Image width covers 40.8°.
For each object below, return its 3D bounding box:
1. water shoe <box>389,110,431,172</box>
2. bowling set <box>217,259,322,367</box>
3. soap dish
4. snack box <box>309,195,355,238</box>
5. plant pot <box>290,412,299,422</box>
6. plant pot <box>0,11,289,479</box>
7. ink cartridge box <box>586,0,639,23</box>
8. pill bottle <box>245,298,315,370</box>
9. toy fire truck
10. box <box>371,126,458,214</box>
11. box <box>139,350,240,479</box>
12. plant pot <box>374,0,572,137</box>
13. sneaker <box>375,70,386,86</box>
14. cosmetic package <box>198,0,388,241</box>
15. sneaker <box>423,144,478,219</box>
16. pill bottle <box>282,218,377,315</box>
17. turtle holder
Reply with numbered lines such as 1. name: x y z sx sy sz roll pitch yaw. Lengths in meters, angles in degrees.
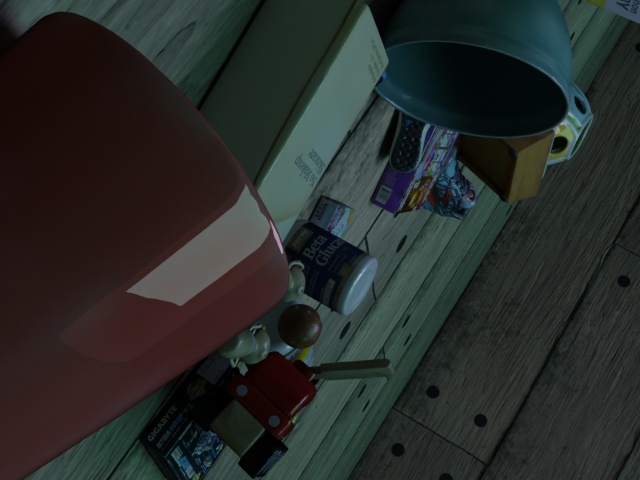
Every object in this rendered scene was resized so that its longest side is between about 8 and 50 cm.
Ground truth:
1. water shoe: 0.167 -0.223 1.532 0.080 0.072 0.203 -88 -162 -67
2. bowling set: -0.086 0.093 1.096 0.287 0.199 0.154 -56 164 -2
3. soap dish: 0.397 -0.224 1.904 0.118 0.229 0.291 -39 158 -11
4. snack box: 0.000 0.000 1.432 0.141 0.037 0.100 -62 164 6
5. plant pot: -0.092 0.296 1.543 0.134 0.095 0.134 -52 160 -27
6. plant pot: -0.198 0.023 0.594 0.243 0.275 0.275 -44 157 -22
7. ink cartridge box: 0.425 -0.495 1.260 0.160 0.384 0.279 -56 162 -15
8. pill bottle: -0.071 0.159 1.350 0.117 0.117 0.215 -54 162 -19
9. toy fire truck: -0.029 0.215 1.207 0.246 0.158 0.217 -46 169 -10
10. box: 0.213 -0.196 1.682 0.293 0.057 0.201 -65 163 15
11. box: -0.186 0.285 1.337 0.175 0.051 0.220 -53 161 -23
12. plant pot: 0.235 -0.301 1.260 0.293 0.293 0.196 57 47 -70
13. sneaker: 0.030 -0.222 1.150 0.078 0.067 0.188 -45 172 26
14. cosmetic package: -0.055 -0.123 0.969 0.310 0.113 0.160 -61 163 -3
15. sneaker: 0.300 -0.131 1.914 0.104 0.125 0.262 -56 162 -16
16. pill bottle: -0.013 0.027 1.219 0.094 0.169 0.094 -52 161 -27
17. turtle holder: 0.545 -0.304 2.154 0.243 0.227 0.320 -65 162 17
